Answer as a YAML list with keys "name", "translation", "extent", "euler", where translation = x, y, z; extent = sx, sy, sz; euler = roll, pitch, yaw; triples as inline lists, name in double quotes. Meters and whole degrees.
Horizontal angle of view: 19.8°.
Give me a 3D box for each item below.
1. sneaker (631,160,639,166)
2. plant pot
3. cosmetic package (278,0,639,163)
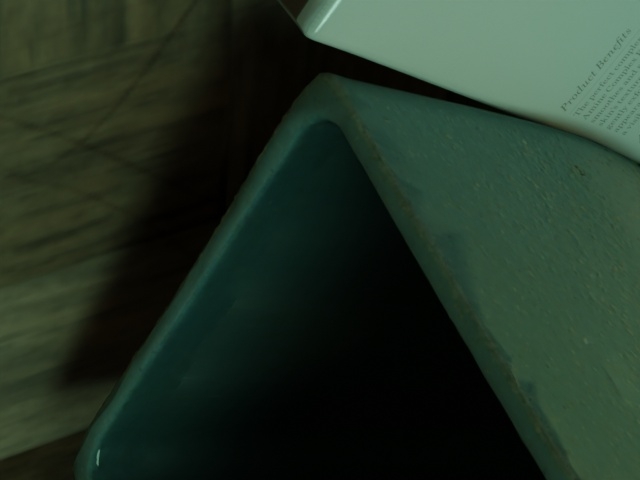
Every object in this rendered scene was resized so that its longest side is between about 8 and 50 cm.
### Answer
- name: "sneaker"
  translation: [0.312, -0.055, 0.877]
  extent: [0.483, 0.202, 0.185]
  euler: [-42, 142, 8]
- name: "plant pot"
  translation: [0.092, 0.107, 0.750]
  extent: [0.252, 0.247, 0.248]
  euler: [0, 138, -38]
- name: "cosmetic package"
  translation: [0.085, -0.117, 0.733]
  extent: [0.231, 0.085, 0.117]
  euler: [17, 118, -45]
